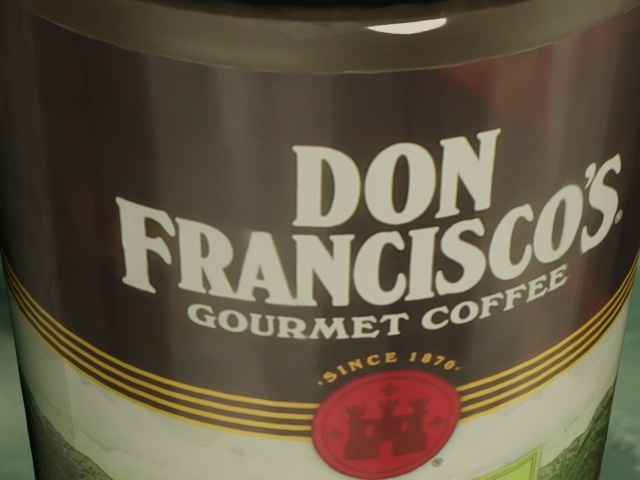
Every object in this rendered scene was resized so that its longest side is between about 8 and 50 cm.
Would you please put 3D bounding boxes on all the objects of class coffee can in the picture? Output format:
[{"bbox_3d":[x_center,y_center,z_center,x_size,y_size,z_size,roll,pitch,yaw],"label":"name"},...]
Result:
[{"bbox_3d":[0.000,0.000,0.470,0.201,0.201,0.275,1,128,1],"label":"coffee can"}]
